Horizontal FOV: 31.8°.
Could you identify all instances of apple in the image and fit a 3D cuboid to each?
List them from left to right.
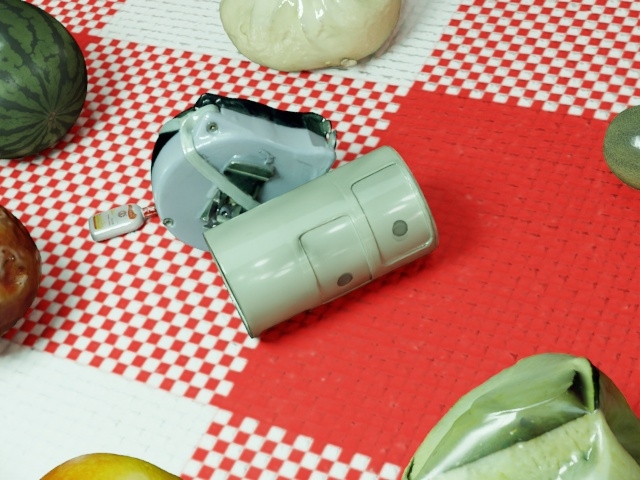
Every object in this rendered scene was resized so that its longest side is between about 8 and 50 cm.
[{"bbox_3d":[0.181,0.201,0.927,0.188,0.173,0.207,-37,50,18],"label":"apple"}]

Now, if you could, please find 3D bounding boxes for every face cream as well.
[{"bbox_3d":[-0.235,-0.025,1.344,0.083,0.021,0.040,-18,48,-2],"label":"face cream"}]

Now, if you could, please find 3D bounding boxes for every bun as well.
[{"bbox_3d":[-0.007,-0.340,1.472,0.259,0.160,0.259,-8,44,8],"label":"bun"}]

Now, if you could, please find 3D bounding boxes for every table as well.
[{"bbox_3d":[0.000,0.000,1.184,0.219,0.126,0.126,-25,47,-7],"label":"table"}]

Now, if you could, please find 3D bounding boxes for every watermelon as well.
[{"bbox_3d":[-0.406,-0.209,1.431,0.212,0.212,0.212,-8,47,9],"label":"watermelon"}]

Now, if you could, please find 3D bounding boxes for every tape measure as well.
[{"bbox_3d":[-0.096,-0.070,1.239,0.182,0.181,0.107,9,38,-21],"label":"tape measure"}]

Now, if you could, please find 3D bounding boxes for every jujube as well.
[{"bbox_3d":[-0.434,0.024,1.240,0.290,0.197,0.197,9,50,42],"label":"jujube"}]

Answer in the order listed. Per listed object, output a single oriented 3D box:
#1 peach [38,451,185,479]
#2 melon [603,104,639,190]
[{"bbox_3d":[-0.176,0.281,0.944,0.190,0.190,0.192,-8,47,8],"label":"peach"},{"bbox_3d":[0.364,-0.095,1.190,0.130,0.098,0.098,22,58,26],"label":"melon"}]
